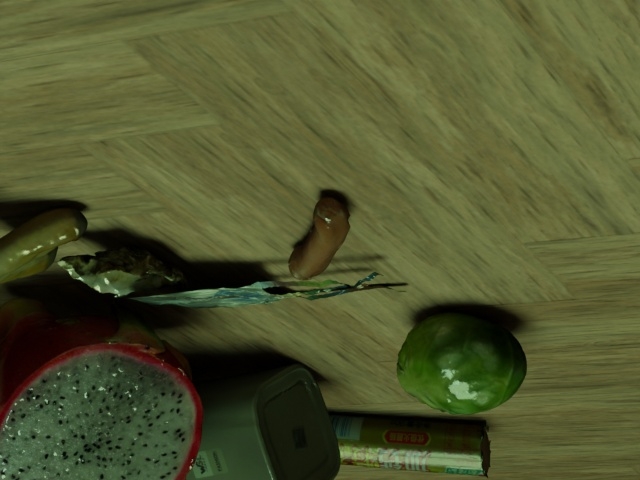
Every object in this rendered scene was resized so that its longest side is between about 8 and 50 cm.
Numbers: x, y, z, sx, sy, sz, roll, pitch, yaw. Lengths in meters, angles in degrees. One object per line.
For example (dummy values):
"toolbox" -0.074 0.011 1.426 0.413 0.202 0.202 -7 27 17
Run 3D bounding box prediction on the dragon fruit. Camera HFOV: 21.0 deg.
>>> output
"dragon fruit" -0.308 0.202 2.087 0.305 0.305 0.226 21 -169 -32

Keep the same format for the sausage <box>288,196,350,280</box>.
"sausage" 0.000 0.000 1.790 0.043 0.043 0.186 10 159 -8

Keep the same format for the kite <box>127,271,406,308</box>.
"kite" -0.055 0.060 1.966 0.310 0.015 0.169 -4 171 19

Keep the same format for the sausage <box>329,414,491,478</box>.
"sausage" 0.053 0.282 2.436 0.371 0.082 0.082 3 158 12

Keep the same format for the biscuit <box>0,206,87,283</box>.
"biscuit" -0.358 0.032 1.831 0.208 0.047 0.164 -27 174 -30

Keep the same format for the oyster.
"oyster" -0.210 0.032 1.912 0.103 0.051 0.148 -4 161 37

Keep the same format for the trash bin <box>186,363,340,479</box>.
"trash bin" -0.127 0.277 2.269 0.250 0.220 0.219 -16 -173 30

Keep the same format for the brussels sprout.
"brussels sprout" 0.162 0.146 2.003 0.155 0.117 0.155 -3 155 -1
